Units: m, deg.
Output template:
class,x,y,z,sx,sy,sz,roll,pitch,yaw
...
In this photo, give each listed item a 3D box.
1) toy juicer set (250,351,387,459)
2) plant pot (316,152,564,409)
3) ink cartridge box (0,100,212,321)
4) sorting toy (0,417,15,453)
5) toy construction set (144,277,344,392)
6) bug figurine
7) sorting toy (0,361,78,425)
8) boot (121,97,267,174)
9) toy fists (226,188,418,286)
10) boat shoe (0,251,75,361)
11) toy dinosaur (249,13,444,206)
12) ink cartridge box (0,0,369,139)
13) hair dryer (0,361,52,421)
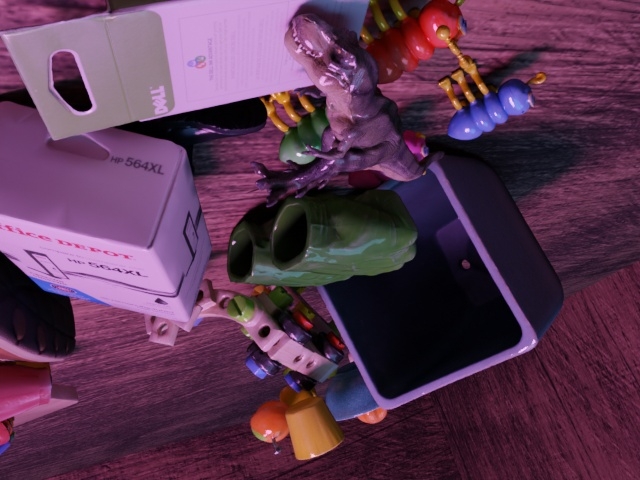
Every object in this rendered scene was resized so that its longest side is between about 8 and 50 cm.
class,x,y,z,sx,sy,sz,roll,pitch,yaw
toy juicer set,0.044,0.230,0.994,0.329,0.090,0.209,-23,180,-40
plant pot,0.175,0.037,0.897,0.247,0.247,0.252,-35,168,38
ink cartridge box,-0.177,-0.011,0.540,0.148,0.086,0.203,13,160,2
sorting toy,-0.438,0.255,0.889,0.102,0.061,0.042,-23,-164,32
toy construction set,-0.081,0.107,0.915,0.327,0.215,0.151,17,113,-52
bug figurine,0.080,-0.119,0.604,0.216,0.072,0.279,-30,159,27
sorting toy,-0.515,0.213,0.903,0.257,0.090,0.255,-21,161,4
boot,-0.112,-0.083,0.557,0.121,0.045,0.099,-4,155,-20
toy fists,0.000,0.000,0.751,0.142,0.096,0.279,5,168,-26
boat shoe,-0.344,0.041,0.583,0.119,0.123,0.324,-17,153,9
toy dinosaur,0.018,-0.069,0.505,0.118,0.064,0.268,-26,162,16
ink cartridge box,-0.078,-0.136,0.414,0.209,0.062,0.109,-15,162,-13
hair dryer,-0.416,0.136,0.672,0.293,0.080,0.223,6,-168,6
